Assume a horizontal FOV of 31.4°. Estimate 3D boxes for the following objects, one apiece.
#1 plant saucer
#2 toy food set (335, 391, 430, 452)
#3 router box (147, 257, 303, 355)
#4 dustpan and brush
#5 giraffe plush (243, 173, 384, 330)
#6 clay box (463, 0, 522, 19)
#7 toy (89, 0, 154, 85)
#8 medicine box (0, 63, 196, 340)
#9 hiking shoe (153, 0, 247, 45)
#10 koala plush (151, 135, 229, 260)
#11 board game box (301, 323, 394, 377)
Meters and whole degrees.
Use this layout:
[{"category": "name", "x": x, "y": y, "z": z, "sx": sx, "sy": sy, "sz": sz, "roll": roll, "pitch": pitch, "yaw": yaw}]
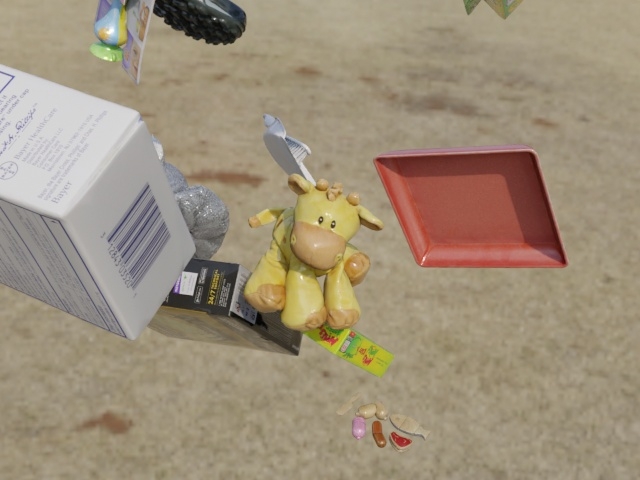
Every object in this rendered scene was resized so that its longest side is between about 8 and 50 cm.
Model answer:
[{"category": "plant saucer", "x": 0.241, "y": -0.058, "z": 1.773, "sx": 0.258, "sy": 0.259, "sz": 0.048, "roll": -1, "pitch": 48, "yaw": 27}, {"category": "toy food set", "x": 0.084, "y": 0.262, "z": 1.586, "sx": 0.122, "sy": 0.019, "sz": 0.078, "roll": 29, "pitch": 42, "yaw": 27}, {"category": "router box", "x": -0.184, "y": 0.097, "z": 1.741, "sx": 0.243, "sy": 0.081, "sz": 0.309, "roll": 7, "pitch": -14, "yaw": 20}, {"category": "dustpan and brush", "x": -0.066, "y": -0.176, "z": 2.019, "sx": 0.060, "sy": 0.147, "sz": 0.211, "roll": -40, "pitch": 39, "yaw": -12}, {"category": "giraffe plush", "x": 0.000, "y": 0.000, "z": 1.519, "sx": 0.181, "sy": 0.210, "sz": 0.170, "roll": 2, "pitch": -25, "yaw": -18}, {"category": "clay box", "x": 0.286, "y": -0.385, "z": 1.534, "sx": 0.053, "sy": 0.222, "sz": 0.127, "roll": 44, "pitch": 7, "yaw": 10}, {"category": "toy", "x": -0.219, "y": -0.302, "z": 1.225, "sx": 0.056, "sy": 0.237, "sz": 0.137, "roll": -9, "pitch": 43, "yaw": -31}, {"category": "medicine box", "x": -0.321, "y": -0.053, "z": 1.286, "sx": 0.289, "sy": 0.263, "sz": 0.149, "roll": 21, "pitch": 63, "yaw": 21}, {"category": "hiking shoe", "x": -0.216, "y": -0.396, "z": 1.603, "sx": 0.304, "sy": 0.132, "sz": 0.113, "roll": 35, "pitch": -18, "yaw": 8}, {"category": "koala plush", "x": -0.279, "y": -0.066, "z": 2.038, "sx": 0.203, "sy": 0.196, "sz": 0.221, "roll": -20, "pitch": 42, "yaw": -6}, {"category": "board game box", "x": 0.035, "y": 0.151, "z": 1.716, "sx": 0.092, "sy": 0.043, "sz": 0.181, "roll": 32, "pitch": -2, "yaw": 30}]
